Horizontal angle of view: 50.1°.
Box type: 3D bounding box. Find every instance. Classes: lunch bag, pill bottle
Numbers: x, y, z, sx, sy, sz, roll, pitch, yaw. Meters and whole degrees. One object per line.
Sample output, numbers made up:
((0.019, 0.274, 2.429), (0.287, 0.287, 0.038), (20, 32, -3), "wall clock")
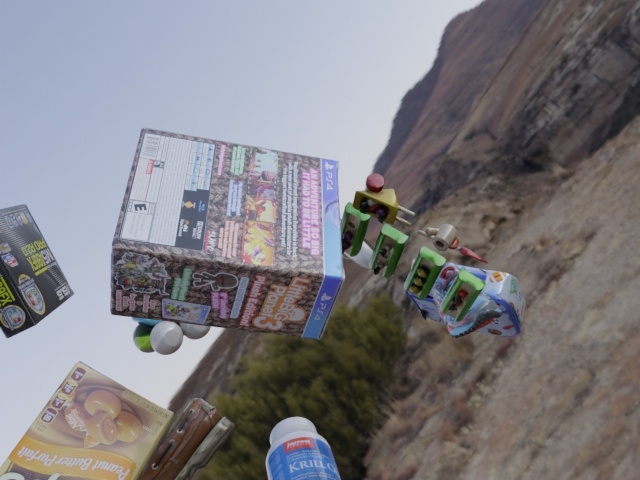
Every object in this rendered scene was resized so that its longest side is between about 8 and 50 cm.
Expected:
((0.369, 0.145, 1.782), (0.243, 0.303, 0.115), (50, -125, -51), "lunch bag")
((-0.030, 0.414, 1.199), (0.124, 0.124, 0.221), (-51, 25, 11), "pill bottle")

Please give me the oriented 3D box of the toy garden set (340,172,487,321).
((0.133, 0.020, 1.041), (0.049, 0.244, 0.204), (-51, -14, -31), "toy garden set")

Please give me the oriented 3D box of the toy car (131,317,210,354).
((-0.350, 0.176, 1.566), (0.182, 0.136, 0.159), (-26, 11, -34), "toy car")

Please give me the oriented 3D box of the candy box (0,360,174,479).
((-0.385, 0.369, 1.051), (0.316, 0.183, 0.087), (-61, -3, -34), "candy box")

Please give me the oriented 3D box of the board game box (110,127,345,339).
((-0.126, -0.010, 0.959), (0.141, 0.291, 0.232), (109, 165, -46), "board game box")

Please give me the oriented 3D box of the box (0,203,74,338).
((-0.576, 0.047, 1.300), (0.060, 0.216, 0.270), (-26, 9, -2), "box")

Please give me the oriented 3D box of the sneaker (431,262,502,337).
((0.265, 0.109, 1.354), (0.104, 0.125, 0.262), (-28, 6, -4), "sneaker")

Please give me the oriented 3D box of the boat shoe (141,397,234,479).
((-0.297, 0.433, 1.279), (0.307, 0.104, 0.111), (-47, -13, -31), "boat shoe")

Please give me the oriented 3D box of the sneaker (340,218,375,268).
((0.000, 0.000, 1.378), (0.123, 0.290, 0.106), (-54, -38, 1), "sneaker")
